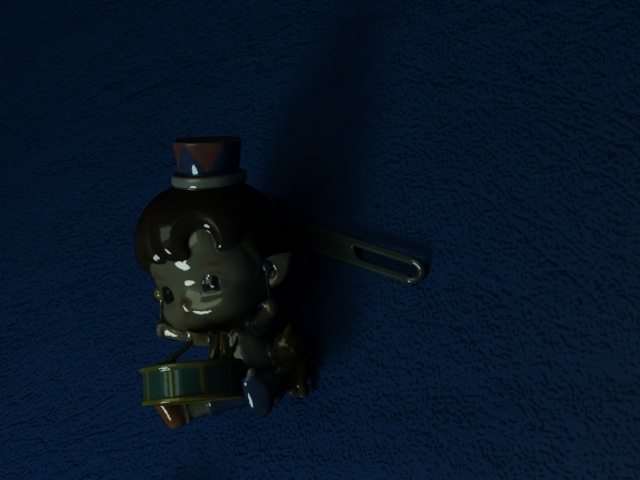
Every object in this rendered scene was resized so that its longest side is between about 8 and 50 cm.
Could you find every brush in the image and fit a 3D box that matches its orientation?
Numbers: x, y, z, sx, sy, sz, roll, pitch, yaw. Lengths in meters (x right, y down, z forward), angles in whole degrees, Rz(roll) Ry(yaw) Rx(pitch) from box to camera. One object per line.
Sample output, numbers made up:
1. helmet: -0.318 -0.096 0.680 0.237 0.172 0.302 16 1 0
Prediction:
1. brush: 0.000 0.000 1.062 0.266 0.027 0.062 17 96 47

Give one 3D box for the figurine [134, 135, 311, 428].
1. figurine: -0.105 0.036 1.038 0.161 0.158 0.276 -16 75 31
